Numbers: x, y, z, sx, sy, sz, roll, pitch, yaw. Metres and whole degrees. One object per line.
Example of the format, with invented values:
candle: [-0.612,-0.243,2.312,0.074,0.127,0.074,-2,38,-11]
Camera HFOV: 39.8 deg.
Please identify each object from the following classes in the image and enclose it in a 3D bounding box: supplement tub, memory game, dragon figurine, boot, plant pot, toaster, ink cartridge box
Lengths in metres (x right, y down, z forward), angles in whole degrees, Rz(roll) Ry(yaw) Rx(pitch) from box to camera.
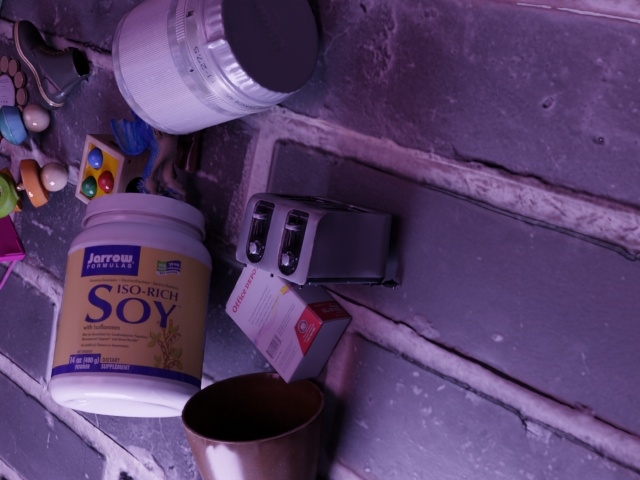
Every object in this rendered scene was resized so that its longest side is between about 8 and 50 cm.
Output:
supplement tub: [-0.305,0.111,1.460,0.241,0.241,0.331,-16,64,42]
memory game: [-0.708,-0.322,1.992,0.186,0.012,0.186,4,95,43]
dragon figurine: [-0.303,-0.197,1.534,0.144,0.085,0.289,-44,69,43]
boot: [-0.541,-0.385,1.803,0.137,0.077,0.198,-29,87,35]
plant pot: [-0.092,0.354,1.364,0.215,0.215,0.230,12,115,41]
toaster: [0.000,0.000,1.266,0.168,0.186,0.110,19,103,48]
ink cartridge box: [-0.053,0.113,1.380,0.175,0.072,0.127,46,122,31]
boot: [-0.250,-0.180,1.569,0.106,0.037,0.114,27,115,41]

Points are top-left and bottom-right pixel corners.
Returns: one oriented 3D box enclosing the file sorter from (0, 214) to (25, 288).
file sorter: [-0.843,-0.022,2.012,0.182,0.202,0.290,-48,62,37]

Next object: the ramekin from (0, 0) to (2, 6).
ramekin: [-0.845,-0.597,2.006,0.303,0.148,0.303,4,95,43]

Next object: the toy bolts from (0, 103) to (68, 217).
toy bolts: [-0.627,-0.175,1.881,0.218,0.158,0.228,166,86,-82]

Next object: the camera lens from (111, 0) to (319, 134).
camera lens: [-0.167,-0.291,1.358,0.274,0.219,0.219,-9,87,42]

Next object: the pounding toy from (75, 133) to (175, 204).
pounding toy: [-0.356,-0.144,1.626,0.181,0.094,0.206,31,113,37]
